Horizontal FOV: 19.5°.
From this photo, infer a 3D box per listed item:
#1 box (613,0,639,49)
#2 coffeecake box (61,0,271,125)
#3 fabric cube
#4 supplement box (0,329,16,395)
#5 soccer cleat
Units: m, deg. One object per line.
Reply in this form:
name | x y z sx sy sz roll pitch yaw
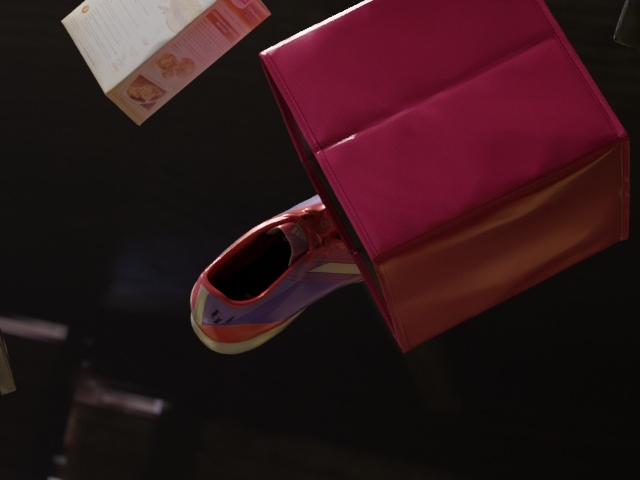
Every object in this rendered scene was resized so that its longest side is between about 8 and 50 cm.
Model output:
box | 0.420 -0.255 1.339 0.313 0.179 0.343 24 -38 10
coffeecake box | -0.166 -0.238 1.984 0.068 0.185 0.142 43 10 -48
fabric cube | 0.124 -0.089 1.794 0.258 0.259 0.254 -27 -24 -2
supplement box | -0.368 0.118 1.481 0.239 0.073 0.130 -17 5 -9
soccer cleat | 0.000 0.000 1.958 0.108 0.318 0.116 50 -18 21
